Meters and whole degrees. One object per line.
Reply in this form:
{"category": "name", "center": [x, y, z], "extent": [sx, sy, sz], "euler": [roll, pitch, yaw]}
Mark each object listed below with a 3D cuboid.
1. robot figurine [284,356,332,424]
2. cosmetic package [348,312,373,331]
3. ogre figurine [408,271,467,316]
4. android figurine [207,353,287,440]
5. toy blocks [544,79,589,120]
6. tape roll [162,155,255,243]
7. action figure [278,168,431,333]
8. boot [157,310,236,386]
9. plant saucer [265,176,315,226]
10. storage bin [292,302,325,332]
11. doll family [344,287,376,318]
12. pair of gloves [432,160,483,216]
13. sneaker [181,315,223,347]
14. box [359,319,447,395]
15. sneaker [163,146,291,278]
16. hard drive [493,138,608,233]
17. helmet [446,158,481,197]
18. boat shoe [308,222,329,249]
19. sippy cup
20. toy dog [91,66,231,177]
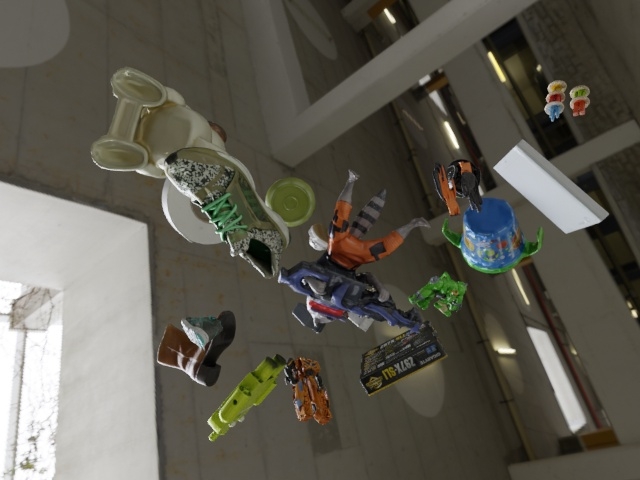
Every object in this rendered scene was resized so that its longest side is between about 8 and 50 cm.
{"category": "robot figurine", "center": [-0.047, 0.616, 1.769], "extent": [0.211, 0.085, 0.291], "euler": [27, -148, -38]}
{"category": "cosmetic package", "center": [0.175, 0.356, 2.112], "extent": [0.060, 0.099, 0.239], "euler": [40, 176, -32]}
{"category": "ogre figurine", "center": [0.388, 0.171, 1.351], "extent": [0.197, 0.118, 0.097], "euler": [22, -151, -7]}
{"category": "android figurine", "center": [-0.204, 0.433, 1.155], "extent": [0.056, 0.273, 0.248], "euler": [39, 178, 15]}
{"category": "toy blocks", "center": [0.758, -0.417, 1.291], "extent": [0.054, 0.123, 0.148], "euler": [90, -160, -60]}
{"category": "tape roll", "center": [-0.456, -0.175, 1.752], "extent": [0.392, 0.392, 0.072], "euler": [33, 175, -41]}
{"category": "action figure", "center": [0.094, 0.060, 0.926], "extent": [0.341, 0.330, 0.178], "euler": [30, -165, -17]}
{"category": "boot", "center": [-0.444, 0.349, 1.498], "extent": [0.096, 0.280, 0.264], "euler": [17, -94, -55]}
{"category": "plant saucer", "center": [-0.142, -0.179, 2.003], "extent": [0.241, 0.241, 0.037], "euler": [53, -175, -16]}
{"category": "storage bin", "center": [-0.047, 0.310, 1.753], "extent": [0.091, 0.098, 0.135], "euler": [26, -173, -43]}
{"category": "doll family", "center": [0.141, 0.220, 1.463], "extent": [0.076, 0.193, 0.111], "euler": [-164, 83, -83]}
{"category": "pair of gloves", "center": [0.180, -0.069, 0.549], "extent": [0.083, 0.010, 0.074], "euler": [-9, -100, -35]}
{"category": "sneaker", "center": [-0.296, 0.220, 1.060], "extent": [0.076, 0.166, 0.065], "euler": [-30, -70, -29]}
{"category": "box", "center": [0.306, 0.441, 1.607], "extent": [0.079, 0.322, 0.257], "euler": [60, -171, 1]}
{"category": "sneaker", "center": [-0.205, -0.054, 1.017], "extent": [0.410, 0.158, 0.182], "euler": [45, -160, -37]}
{"category": "hard drive", "center": [0.678, -0.156, 1.266], "extent": [0.307, 0.040, 0.203], "euler": [46, 177, 9]}
{"category": "helmet", "center": [0.634, -0.277, 1.883], "extent": [0.169, 0.169, 0.161], "euler": [56, -169, -9]}
{"category": "boat shoe", "center": [0.000, 0.000, 1.749], "extent": [0.098, 0.096, 0.277], "euler": [68, -165, 16]}
{"category": "sippy cup", "center": [0.618, -0.032, 1.528], "extent": [0.224, 0.305, 0.240], "euler": [52, -162, -50]}
{"category": "toy dog", "center": [-0.437, -0.322, 1.339], "extent": [0.408, 0.395, 0.285], "euler": [-15, -67, -86]}
